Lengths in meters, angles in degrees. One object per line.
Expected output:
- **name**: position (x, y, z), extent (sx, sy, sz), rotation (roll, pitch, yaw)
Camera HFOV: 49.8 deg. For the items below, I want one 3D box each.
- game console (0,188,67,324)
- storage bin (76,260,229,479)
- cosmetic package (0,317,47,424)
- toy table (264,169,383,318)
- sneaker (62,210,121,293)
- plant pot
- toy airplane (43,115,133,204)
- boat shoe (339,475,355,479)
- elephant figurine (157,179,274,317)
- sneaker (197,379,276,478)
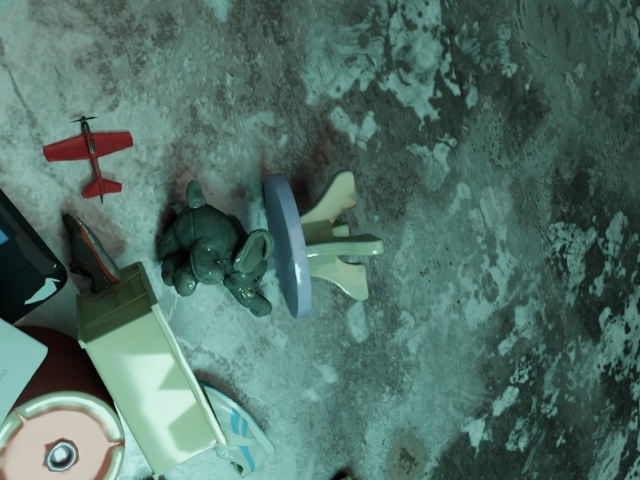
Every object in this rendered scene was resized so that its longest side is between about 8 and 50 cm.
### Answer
- **game console**: position (-0.604, 0.009, 0.949), extent (0.342, 0.060, 0.387), rotation (-34, 115, -7)
- **storage bin**: position (-0.277, 0.198, 1.110), extent (0.123, 0.260, 0.262), rotation (-26, 110, -12)
- **cosmetic package**: position (-0.554, 0.117, 0.810), extent (0.385, 0.156, 0.217), rotation (48, 59, -44)
- **toy table**: position (0.000, 0.000, 1.305), extent (0.160, 0.252, 0.275), rotation (-12, 114, -16)
- **sneaker**: position (-0.386, 0.019, 1.109), extent (0.065, 0.158, 0.061), rotation (-37, 157, -8)
- **plant pot**: position (-0.426, 0.288, 1.045), extent (0.274, 0.243, 0.275), rotation (-5, 99, -34)
- **toy airplane**: position (-0.380, -0.132, 1.150), extent (0.151, 0.028, 0.151), rotation (-5, 99, -31)
- **boat shoe**: position (0.133, 0.629, 1.535), extent (0.302, 0.113, 0.103), rotation (41, 79, -29)
- **elephant figurine**: position (-0.163, 0.026, 1.260), extent (0.239, 0.186, 0.169), rotation (8, 49, -44)
- **sneaker**: position (-0.178, 0.360, 1.313), extent (0.092, 0.087, 0.229), rotation (-43, 115, -19)
